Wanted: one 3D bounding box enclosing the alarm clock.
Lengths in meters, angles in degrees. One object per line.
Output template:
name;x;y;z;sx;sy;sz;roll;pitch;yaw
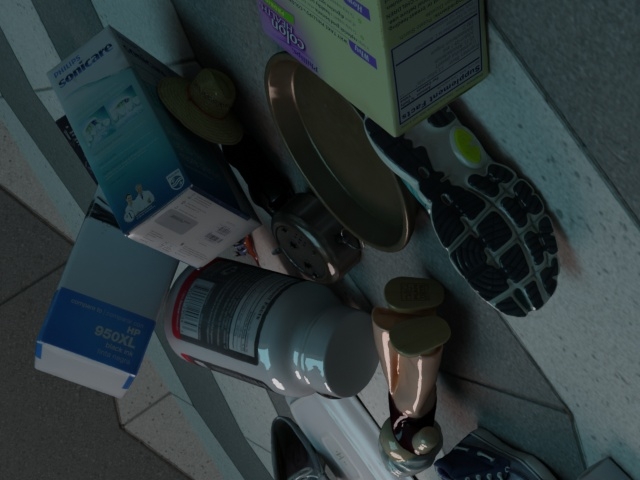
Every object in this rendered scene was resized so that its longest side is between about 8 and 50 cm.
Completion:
alarm clock;0.000;0.000;1.750;0.192;0.064;0.129;-5;125;57

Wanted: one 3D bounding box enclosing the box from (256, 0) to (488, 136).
box;0.033;-0.255;1.142;0.213;0.117;0.243;42;157;36

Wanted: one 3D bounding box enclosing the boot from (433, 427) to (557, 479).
boot;0.232;0.316;1.683;0.190;0.086;0.069;23;143;59

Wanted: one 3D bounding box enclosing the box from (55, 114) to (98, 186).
box;-0.415;-0.192;2.441;0.158;0.093;0.156;58;162;-10

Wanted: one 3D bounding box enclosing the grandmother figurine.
grandmother figurine;0.116;0.193;1.680;0.342;0.104;0.207;89;-174;-47

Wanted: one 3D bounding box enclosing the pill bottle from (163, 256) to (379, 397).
pill bottle;-0.071;0.136;1.931;0.319;0.176;0.176;14;138;40

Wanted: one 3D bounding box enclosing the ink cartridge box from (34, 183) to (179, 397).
ink cartridge box;-0.318;0.032;2.085;0.166;0.395;0.285;21;163;-7

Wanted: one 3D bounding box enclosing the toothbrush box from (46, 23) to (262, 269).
toothbrush box;-0.236;-0.129;1.829;0.295;0.126;0.216;60;-167;25

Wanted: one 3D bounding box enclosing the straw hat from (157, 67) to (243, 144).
straw hat;-0.151;-0.203;1.787;0.144;0.144;0.061;49;122;20

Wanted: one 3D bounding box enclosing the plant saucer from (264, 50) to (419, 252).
plant saucer;0.029;-0.110;1.533;0.278;0.041;0.278;48;162;22

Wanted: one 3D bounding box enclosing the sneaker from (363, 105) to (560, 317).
sneaker;0.147;-0.047;1.294;0.275;0.107;0.110;57;-178;12

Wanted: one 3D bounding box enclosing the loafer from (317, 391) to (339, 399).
loafer;-0.017;0.159;2.056;0.220;0.080;0.078;56;163;0

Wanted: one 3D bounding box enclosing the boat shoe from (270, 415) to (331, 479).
boat shoe;-0.043;0.447;2.433;0.103;0.118;0.320;47;-166;-21

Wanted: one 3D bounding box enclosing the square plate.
square plate;0.054;0.379;2.314;0.344;0.049;0.347;55;163;5

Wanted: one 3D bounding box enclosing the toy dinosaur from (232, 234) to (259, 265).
toy dinosaur;-0.122;-0.001;2.149;0.090;0.047;0.082;26;159;-17

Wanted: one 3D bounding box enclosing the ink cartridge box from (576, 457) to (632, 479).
ink cartridge box;0.382;0.378;1.464;0.232;0.066;0.189;50;161;31

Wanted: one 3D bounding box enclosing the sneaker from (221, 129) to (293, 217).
sneaker;-0.077;-0.083;1.843;0.089;0.051;0.170;32;155;51
